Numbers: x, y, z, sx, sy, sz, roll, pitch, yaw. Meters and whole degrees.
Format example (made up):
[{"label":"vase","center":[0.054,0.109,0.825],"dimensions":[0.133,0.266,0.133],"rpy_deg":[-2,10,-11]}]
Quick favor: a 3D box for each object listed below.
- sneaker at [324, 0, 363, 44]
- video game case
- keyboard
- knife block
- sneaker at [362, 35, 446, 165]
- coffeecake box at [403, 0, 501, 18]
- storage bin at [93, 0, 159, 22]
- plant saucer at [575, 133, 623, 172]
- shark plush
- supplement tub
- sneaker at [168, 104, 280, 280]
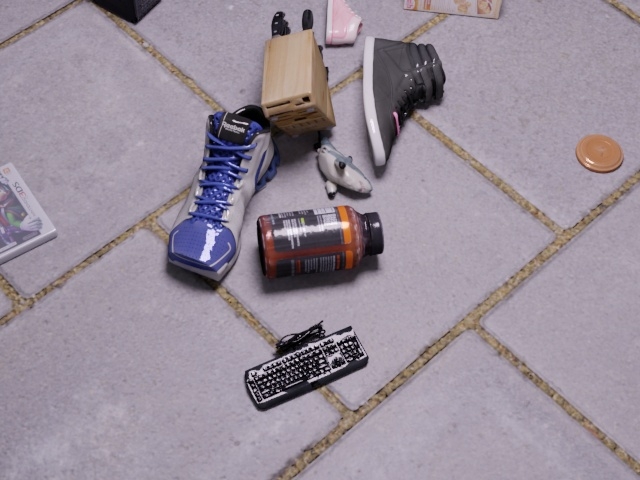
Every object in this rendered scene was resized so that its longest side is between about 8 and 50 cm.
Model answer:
[{"label":"sneaker","center":[0.045,-0.424,2.224],"dimensions":[0.070,0.051,0.134],"rpy_deg":[3,58,-2]},{"label":"video game case","center":[-0.559,-0.030,1.948],"dimensions":[0.190,0.022,0.173],"rpy_deg":[-29,60,-20]},{"label":"keyboard","center":[-0.028,0.180,1.810],"dimensions":[0.192,0.038,0.100],"rpy_deg":[-22,58,-17]},{"label":"knife block","center":[-0.048,-0.310,2.026],"dimensions":[0.088,0.275,0.242],"rpy_deg":[-14,83,10]},{"label":"sneaker","center":[0.149,-0.254,2.073],"dimensions":[0.147,0.104,0.296],"rpy_deg":[-1,51,4]},{"label":"coffeecake box","center":[0.259,-0.510,2.279],"dimensions":[0.185,0.068,0.142],"rpy_deg":[6,56,3]},{"label":"storage bin","center":[-0.370,-0.510,2.191],"dimensions":[0.122,0.180,0.084],"rpy_deg":[29,59,18]},{"label":"plant saucer","center":[0.492,-0.155,2.072],"dimensions":[0.083,0.013,0.083],"rpy_deg":[1,56,-1]},{"label":"shark plush","center":[0.029,-0.132,2.037],"dimensions":[0.067,0.073,0.161],"rpy_deg":[-4,32,-28]},{"label":"supplement tub","center":[0.000,0.000,1.894],"dimensions":[0.198,0.106,0.106],"rpy_deg":[-6,56,-6]},{"label":"sneaker","center":[-0.161,-0.109,1.918],"dimensions":[0.127,0.182,0.315],"rpy_deg":[16,56,11]}]
